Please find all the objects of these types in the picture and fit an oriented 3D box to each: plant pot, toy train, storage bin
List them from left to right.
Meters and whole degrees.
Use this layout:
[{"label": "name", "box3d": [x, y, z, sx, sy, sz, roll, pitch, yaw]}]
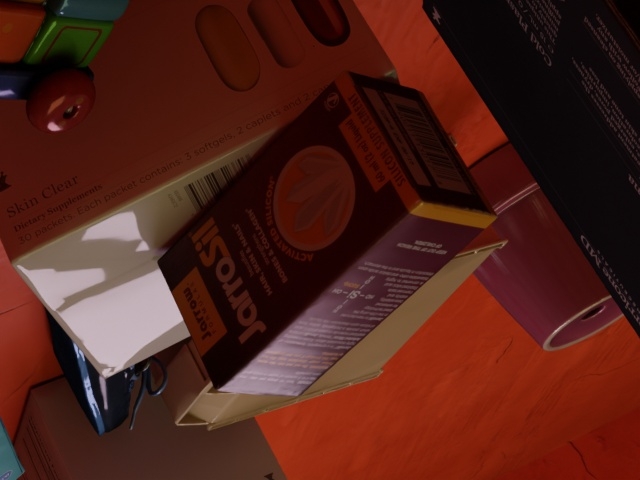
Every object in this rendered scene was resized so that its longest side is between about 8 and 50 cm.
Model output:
[{"label": "toy train", "box3d": [-0.197, -0.142, 0.891, 0.248, 0.105, 0.143, -2, 136, -54]}, {"label": "storage bin", "box3d": [-0.006, 0.044, 1.593, 0.260, 0.123, 0.262, -13, 155, -38]}, {"label": "plant pot", "box3d": [0.239, 0.006, 1.763, 0.201, 0.180, 0.201, -27, 162, -9]}]

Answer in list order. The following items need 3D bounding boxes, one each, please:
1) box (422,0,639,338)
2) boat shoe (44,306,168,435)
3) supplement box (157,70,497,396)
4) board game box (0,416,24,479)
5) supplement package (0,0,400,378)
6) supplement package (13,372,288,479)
[{"label": "box", "box3d": [0.228, -0.140, 1.130, 0.179, 0.343, 0.312, -27, 161, -10]}, {"label": "boat shoe", "box3d": [-0.180, 0.102, 1.511, 0.089, 0.109, 0.258, -28, 163, -16]}, {"label": "supplement box", "box3d": [0.000, 0.000, 1.040, 0.188, 0.104, 0.081, -44, 148, 27]}, {"label": "board game box", "box3d": [-0.375, 0.184, 1.341, 0.254, 0.079, 0.336, -42, 160, -20]}, {"label": "supplement package", "box3d": [-0.082, -0.058, 1.137, 0.262, 0.145, 0.204, -27, 153, -3]}, {"label": "supplement package", "box3d": [-0.184, 0.253, 1.741, 0.199, 0.198, 0.262, -20, 159, -26]}]
